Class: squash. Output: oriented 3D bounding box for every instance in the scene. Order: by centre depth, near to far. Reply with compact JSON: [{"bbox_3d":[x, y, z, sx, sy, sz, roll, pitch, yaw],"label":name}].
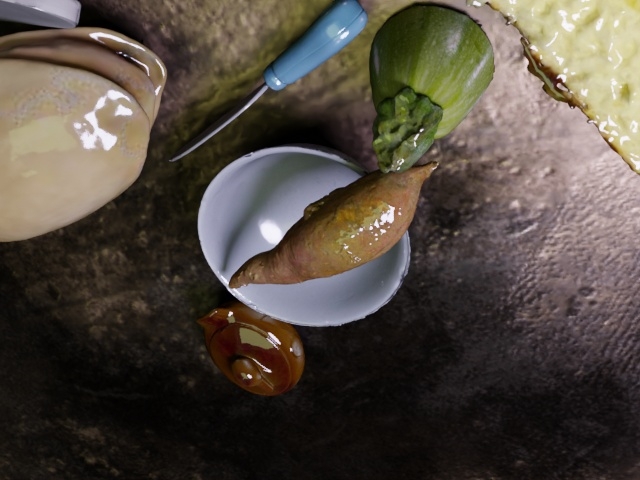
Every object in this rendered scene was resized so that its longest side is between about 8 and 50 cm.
[{"bbox_3d":[0.076,-0.109,0.669,0.105,0.132,0.105,8,128,11],"label":"squash"}]

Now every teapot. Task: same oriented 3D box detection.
[{"bbox_3d":[-0.074,0.114,0.899,0.098,0.078,0.129,-26,114,28],"label":"teapot"}]

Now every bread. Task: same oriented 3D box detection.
[{"bbox_3d":[0.228,-0.169,0.586,0.260,0.147,0.160,42,133,-7],"label":"bread"}]

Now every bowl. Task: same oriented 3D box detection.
[{"bbox_3d":[-0.008,-0.022,0.783,0.189,0.086,0.189,7,127,9],"label":"bowl"}]

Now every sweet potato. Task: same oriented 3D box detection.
[{"bbox_3d":[0.000,0.003,0.706,0.226,0.068,0.068,-31,112,30],"label":"sweet potato"}]

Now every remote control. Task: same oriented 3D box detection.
[{"bbox_3d":[-0.290,-0.198,0.704,0.245,0.077,0.022,15,94,32],"label":"remote control"}]

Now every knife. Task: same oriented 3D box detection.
[{"bbox_3d":[-0.057,-0.124,0.742,0.244,0.058,0.032,-33,112,31],"label":"knife"}]

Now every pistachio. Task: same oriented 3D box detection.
[{"bbox_3d":[-0.271,-0.090,0.755,0.293,0.162,0.181,-9,137,21],"label":"pistachio"}]
